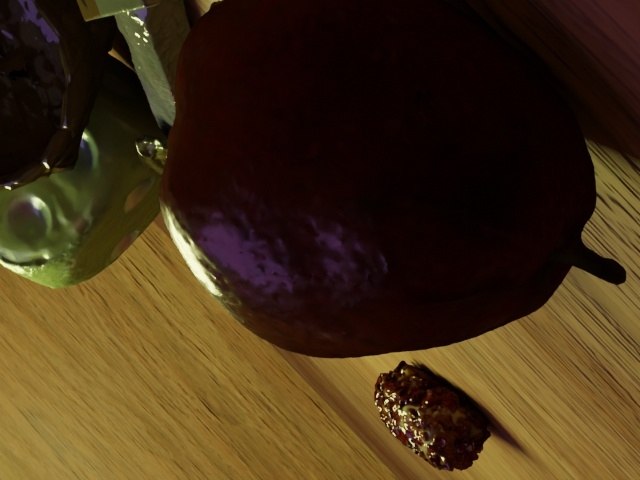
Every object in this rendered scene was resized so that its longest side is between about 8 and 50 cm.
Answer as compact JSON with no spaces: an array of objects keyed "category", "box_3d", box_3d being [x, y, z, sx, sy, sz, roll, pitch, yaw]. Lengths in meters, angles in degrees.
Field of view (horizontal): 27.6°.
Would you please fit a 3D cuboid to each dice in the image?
[{"category":"dice","box_3d":[-0.333,-0.107,1.709,0.252,0.250,0.254,42,-163,8]}]

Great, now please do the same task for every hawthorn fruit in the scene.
[{"category":"hawthorn fruit","box_3d":[0.045,-0.034,0.724,0.260,0.224,0.224,16,157,25]}]

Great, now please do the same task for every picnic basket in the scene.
[{"category":"picnic basket","box_3d":[-0.423,-0.191,1.416,0.337,0.293,0.337,17,-157,-8]}]

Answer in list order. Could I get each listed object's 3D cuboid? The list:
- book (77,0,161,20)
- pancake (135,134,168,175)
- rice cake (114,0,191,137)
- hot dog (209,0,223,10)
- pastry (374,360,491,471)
[{"category":"book","box_3d":[-0.207,-0.290,1.100,0.208,0.020,0.295,70,165,-13]},{"category":"pancake","box_3d":[-0.109,-0.070,1.515,0.212,0.029,0.235,29,168,-33]},{"category":"rice cake","box_3d":[-0.158,-0.183,1.375,0.070,0.064,0.399,40,169,12]},{"category":"hot dog","box_3d":[-0.060,-0.155,1.065,0.078,0.061,0.169,17,150,-7]},{"category":"pastry","box_3d":[0.137,0.227,1.704,0.115,0.097,0.208,62,167,-24]}]
